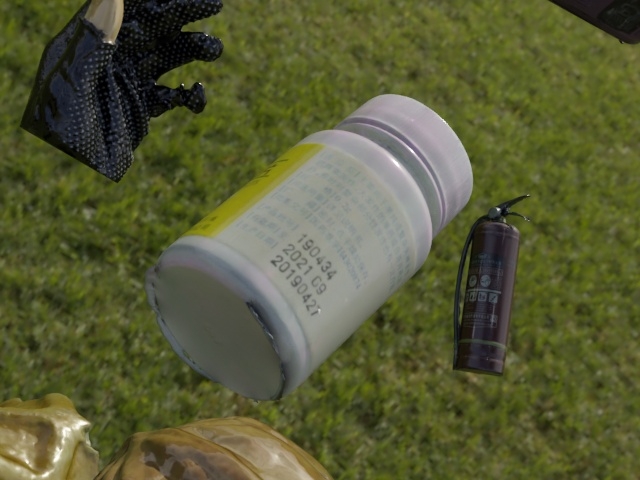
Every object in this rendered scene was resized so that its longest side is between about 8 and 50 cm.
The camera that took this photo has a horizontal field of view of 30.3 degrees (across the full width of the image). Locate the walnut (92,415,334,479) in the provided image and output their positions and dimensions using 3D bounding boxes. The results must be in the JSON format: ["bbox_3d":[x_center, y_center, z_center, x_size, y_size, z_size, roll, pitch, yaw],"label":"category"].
[{"bbox_3d":[-0.061,0.242,0.794,0.225,0.225,0.261,-23,77,-50],"label":"walnut"}]

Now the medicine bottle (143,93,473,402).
[{"bbox_3d":[0.000,0.000,1.382,0.213,0.213,0.379,43,56,9],"label":"medicine bottle"}]

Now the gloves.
[{"bbox_3d":[-0.154,-0.146,0.924,0.129,0.180,0.106,33,-4,-37],"label":"gloves"}]

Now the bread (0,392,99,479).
[{"bbox_3d":[-0.323,0.244,0.959,0.196,0.238,0.252,13,3,22],"label":"bread"}]

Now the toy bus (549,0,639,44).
[{"bbox_3d":[0.134,-0.176,0.630,0.178,0.087,0.098,22,49,-23],"label":"toy bus"}]

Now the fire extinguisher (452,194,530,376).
[{"bbox_3d":[0.146,0.038,1.025,0.043,0.064,0.158,25,68,-44],"label":"fire extinguisher"}]
